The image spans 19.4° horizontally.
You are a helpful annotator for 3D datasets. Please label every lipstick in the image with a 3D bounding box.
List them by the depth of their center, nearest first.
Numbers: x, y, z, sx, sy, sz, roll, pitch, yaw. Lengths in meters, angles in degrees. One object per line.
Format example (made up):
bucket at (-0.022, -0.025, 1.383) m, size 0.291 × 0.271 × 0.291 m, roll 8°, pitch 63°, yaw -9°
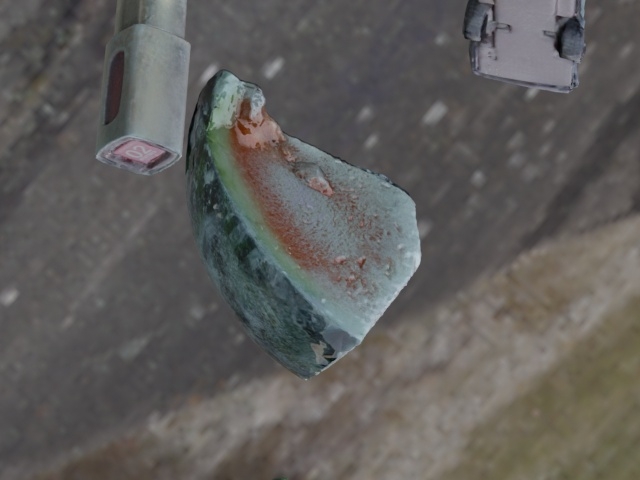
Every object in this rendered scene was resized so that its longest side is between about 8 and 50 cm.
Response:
lipstick at (-0.180, -0.200, 1.964) m, size 0.079 × 0.077 × 0.253 m, roll -25°, pitch -126°, yaw 49°

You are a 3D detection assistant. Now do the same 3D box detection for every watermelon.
watermelon at (0.000, 0.000, 1.730) m, size 0.213 × 0.289 × 0.320 m, roll -21°, pitch 119°, yaw -11°

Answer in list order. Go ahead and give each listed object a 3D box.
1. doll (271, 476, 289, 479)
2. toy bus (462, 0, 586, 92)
doll at (-0.046, 0.301, 1.828) m, size 0.077 × 0.115 × 0.150 m, roll -25°, pitch 151°, yaw -52°
toy bus at (0.174, -0.252, 1.487) m, size 0.317 × 0.112 × 0.138 m, roll 86°, pitch 19°, yaw -61°
